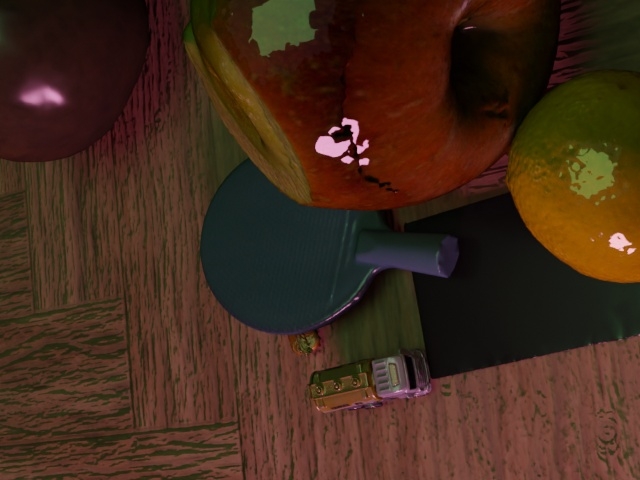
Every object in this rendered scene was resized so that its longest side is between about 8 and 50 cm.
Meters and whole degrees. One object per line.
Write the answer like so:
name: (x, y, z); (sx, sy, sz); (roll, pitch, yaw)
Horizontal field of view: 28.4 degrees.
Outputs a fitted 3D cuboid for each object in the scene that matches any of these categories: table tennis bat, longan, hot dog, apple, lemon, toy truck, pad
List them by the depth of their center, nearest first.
lemon: (0.260, -0.053, 1.093); (0.203, 0.178, 0.178); (46, 113, 27)
apple: (0.020, -0.209, 1.149); (0.374, 0.384, 0.374); (3, 94, 40)
pad: (0.197, 0.031, 1.238); (0.246, 0.006, 0.170); (-17, 77, 34)
toy truck: (0.049, 0.146, 1.304); (0.123, 0.063, 0.052); (-17, 76, 35)
table tennis bat: (0.000, 0.000, 1.354); (0.329, 0.044, 0.215); (7, 82, 37)
hot dog: (-0.021, 0.088, 1.387); (0.037, 0.021, 0.083); (-20, 74, 23)
longan: (-0.345, -0.245, 1.494); (0.297, 0.297, 0.297); (-3, 86, 36)
